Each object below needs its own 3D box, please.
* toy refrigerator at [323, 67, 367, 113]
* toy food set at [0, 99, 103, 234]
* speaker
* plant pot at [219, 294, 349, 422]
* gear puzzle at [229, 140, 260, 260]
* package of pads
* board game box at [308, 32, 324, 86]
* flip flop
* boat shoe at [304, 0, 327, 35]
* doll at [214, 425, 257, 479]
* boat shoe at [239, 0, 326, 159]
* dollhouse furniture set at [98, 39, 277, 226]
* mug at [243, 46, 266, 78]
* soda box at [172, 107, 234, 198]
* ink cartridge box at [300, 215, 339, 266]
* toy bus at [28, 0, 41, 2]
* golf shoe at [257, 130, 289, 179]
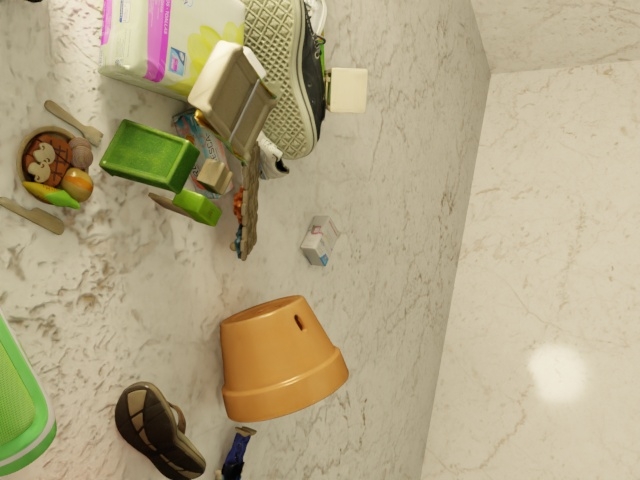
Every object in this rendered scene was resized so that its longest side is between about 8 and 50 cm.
[{"bbox_3d":[0.054,-0.383,1.380,0.269,0.094,0.102,-100,-169,-73],"label":"toy refrigerator"},{"bbox_3d":[-0.410,-0.116,0.856,0.132,0.038,0.192,40,59,-54],"label":"toy food set"},{"bbox_3d":[-0.461,0.165,0.714,0.131,0.131,0.297,-45,131,-49],"label":"speaker"},{"bbox_3d":[-0.103,0.250,1.229,0.290,0.290,0.204,-21,94,-58],"label":"plant pot"},{"bbox_3d":[-0.169,-0.133,1.199,0.175,0.044,0.339,-79,173,-74],"label":"gear puzzle"},{"bbox_3d":[-0.266,-0.389,1.020,0.296,0.101,0.229,4,91,-61],"label":"package of pads"},{"bbox_3d":[-0.029,-0.504,1.476,0.092,0.043,0.182,-19,110,-59],"label":"board game box"},{"bbox_3d":[-0.301,0.365,1.052,0.080,0.112,0.277,-90,161,-54],"label":"flip flop"},{"bbox_3d":[-0.052,-0.626,1.360,0.103,0.118,0.321,19,72,-51],"label":"boat shoe"},{"bbox_3d":[-0.208,0.537,1.274,0.129,0.046,0.189,39,65,-66],"label":"doll"},{"bbox_3d":[-0.088,-0.437,1.255,0.156,0.186,0.501,-58,145,-47],"label":"boat shoe"},{"bbox_3d":[-0.232,-0.208,1.019,0.302,0.151,0.197,-67,157,-13],"label":"dollhouse furniture set"},{"bbox_3d":[-0.151,-0.341,1.070,0.064,0.062,0.078,62,35,-34],"label":"mug"},{"bbox_3d":[-0.241,-0.179,1.126,0.063,0.058,0.183,-45,130,-49],"label":"soda box"},{"bbox_3d":[0.000,0.000,1.573,0.123,0.052,0.089,-65,144,-30],"label":"ink cartridge box"},{"bbox_3d":[-0.427,-0.441,0.707,0.220,0.149,0.212,-36,111,-50],"label":"toy bus"},{"bbox_3d":[-0.128,-0.222,1.293,0.069,0.085,0.176,-62,141,-32],"label":"golf shoe"}]
